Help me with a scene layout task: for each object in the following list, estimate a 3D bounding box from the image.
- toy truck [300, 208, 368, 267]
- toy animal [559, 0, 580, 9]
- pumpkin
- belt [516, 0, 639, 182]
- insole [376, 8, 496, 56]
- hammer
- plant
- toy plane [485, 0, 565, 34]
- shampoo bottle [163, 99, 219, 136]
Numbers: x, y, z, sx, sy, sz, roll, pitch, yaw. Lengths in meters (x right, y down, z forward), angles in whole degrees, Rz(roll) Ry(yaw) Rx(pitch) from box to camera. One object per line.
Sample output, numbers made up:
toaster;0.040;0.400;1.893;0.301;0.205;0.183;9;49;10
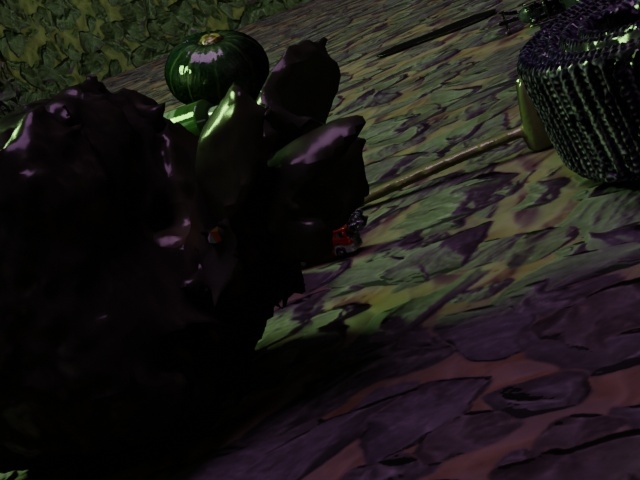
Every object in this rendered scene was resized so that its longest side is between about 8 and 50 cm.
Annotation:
toy truck;0.000;0.000;0.913;0.083;0.032;0.024;-14;14;29
toy animal;0.324;-0.276;1.272;0.117;0.121;0.210;-4;9;-1
pumpkin;-0.164;-0.269;1.906;0.167;0.125;0.167;-12;40;10
belt;0.272;-0.144;0.839;0.260;0.122;0.325;-28;11;11
insole;0.167;-0.301;1.750;0.188;0.004;0.064;-18;15;21
hammer;0.095;-0.071;0.982;0.195;0.060;0.028;-23;15;18
plant;-0.107;0.007;0.708;0.312;0.213;0.215;-17;12;14
toy plane;0.262;-0.283;1.497;0.121;0.031;0.049;-15;12;22
shampoo bottle;-0.199;-0.155;1.701;0.205;0.065;0.065;-15;17;30
